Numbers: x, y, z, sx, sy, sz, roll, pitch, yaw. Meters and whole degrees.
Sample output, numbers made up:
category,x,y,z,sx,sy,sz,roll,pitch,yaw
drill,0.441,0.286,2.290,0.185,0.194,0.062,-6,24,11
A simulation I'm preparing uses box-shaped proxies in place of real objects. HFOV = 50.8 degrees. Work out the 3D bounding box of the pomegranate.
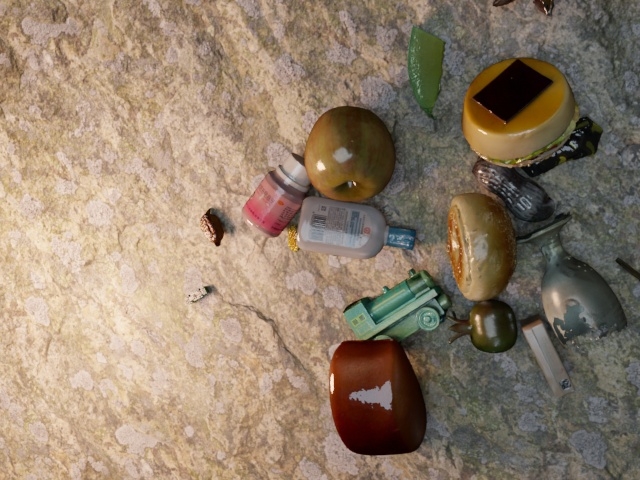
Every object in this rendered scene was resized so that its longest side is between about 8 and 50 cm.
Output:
category,x,y,z,sx,sy,sz,roll,pitch,yaw
pomegranate,0.447,0.243,1.876,0.191,0.131,0.151,-9,88,7

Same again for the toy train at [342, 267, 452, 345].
category,x,y,z,sx,sy,sz,roll,pitch,yaw
toy train,0.225,0.209,1.956,0.298,0.120,0.194,-35,81,18

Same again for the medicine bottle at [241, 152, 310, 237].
category,x,y,z,sx,sy,sz,roll,pitch,yaw
medicine bottle,-0.118,-0.135,2.003,0.147,0.147,0.247,40,107,9

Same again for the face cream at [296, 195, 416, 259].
category,x,y,z,sx,sy,sz,roll,pitch,yaw
face cream,0.105,-0.029,1.949,0.337,0.080,0.162,9,84,2

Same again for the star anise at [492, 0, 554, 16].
category,x,y,z,sx,sy,sz,roll,pitch,yaw
star anise,0.554,-0.736,1.730,0.332,0.117,0.331,1,97,8

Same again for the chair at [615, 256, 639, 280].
category,x,y,z,sx,sy,sz,roll,pitch,yaw
chair,0.914,0.081,1.708,0.272,0.166,0.188,29,109,-32

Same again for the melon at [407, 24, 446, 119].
category,x,y,z,sx,sy,sz,roll,pitch,yaw
melon,0.299,-0.469,1.890,0.114,0.053,0.261,-6,100,0

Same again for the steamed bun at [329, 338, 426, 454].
category,x,y,z,sx,sy,sz,roll,pitch,yaw
steamed bun,0.163,0.464,1.877,0.235,0.248,0.379,-5,134,19

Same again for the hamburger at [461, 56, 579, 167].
category,x,y,z,sx,sy,sz,roll,pitch,yaw
hamburger,0.509,-0.323,1.740,0.300,0.176,0.300,-10,62,19

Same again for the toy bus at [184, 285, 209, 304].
category,x,y,z,sx,sy,sz,roll,pitch,yaw
toy bus,-0.400,0.178,2.187,0.083,0.037,0.031,-32,86,18

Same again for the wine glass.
category,x,y,z,sx,sy,sz,roll,pitch,yaw
wine glass,0.656,0.113,1.774,0.191,0.190,0.356,-25,85,19

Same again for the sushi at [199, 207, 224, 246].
category,x,y,z,sx,sy,sz,roll,pitch,yaw
sushi,-0.341,-0.043,2.132,0.052,0.055,0.120,-41,73,29

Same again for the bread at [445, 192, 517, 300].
category,x,y,z,sx,sy,sz,roll,pitch,yaw
bread,0.425,0.012,1.780,0.159,0.305,0.305,-10,94,0

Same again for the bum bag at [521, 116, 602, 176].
category,x,y,z,sx,sy,sz,roll,pitch,yaw
bum bag,0.634,-0.248,1.795,0.233,0.060,0.106,-19,90,19

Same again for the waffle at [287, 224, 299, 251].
category,x,y,z,sx,sy,sz,roll,pitch,yaw
waffle,-0.082,-0.006,2.051,0.016,0.078,0.085,-2,90,-27

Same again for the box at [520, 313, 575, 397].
category,x,y,z,sx,sy,sz,roll,pitch,yaw
box,0.615,0.310,1.832,0.058,0.141,0.201,-25,90,14

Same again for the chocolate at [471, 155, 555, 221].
category,x,y,z,sx,sy,sz,roll,pitch,yaw
chocolate,0.518,-0.140,1.823,0.248,0.110,0.110,43,107,11

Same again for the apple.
category,x,y,z,sx,sy,sz,roll,pitch,yaw
apple,0.080,-0.242,1.879,0.257,0.257,0.233,-14,62,19
